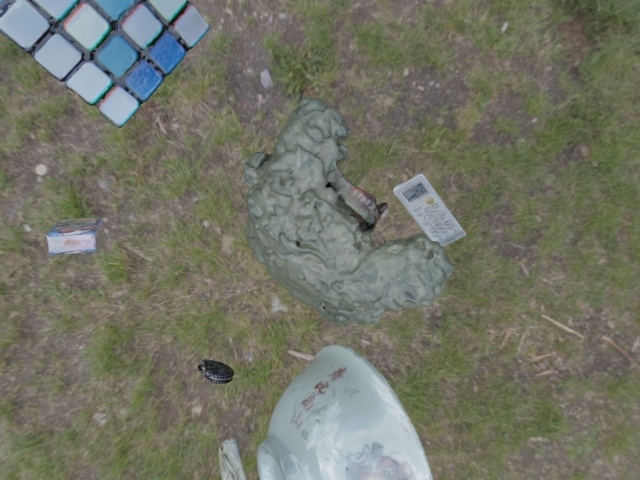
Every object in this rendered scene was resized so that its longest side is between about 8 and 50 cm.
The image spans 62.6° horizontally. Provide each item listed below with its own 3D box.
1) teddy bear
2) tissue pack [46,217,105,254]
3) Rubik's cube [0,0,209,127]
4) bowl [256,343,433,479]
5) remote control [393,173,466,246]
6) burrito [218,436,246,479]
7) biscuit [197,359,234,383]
[{"bbox_3d":[0.000,0.000,0.879,0.224,0.367,0.357,-37,87,-14],"label":"teddy bear"},{"bbox_3d":[-0.640,-0.015,1.385,0.115,0.155,0.065,-5,106,-14],"label":"tissue pack"},{"bbox_3d":[-0.239,-0.238,0.537,0.151,0.155,0.154,-47,54,-3],"label":"Rubik's cube"},{"bbox_3d":[0.004,0.432,0.982,0.195,0.434,0.436,-14,86,-28],"label":"bowl"},{"bbox_3d":[0.364,-0.097,1.736,0.109,0.055,0.313,-28,124,25],"label":"remote control"},{"bbox_3d":[-0.130,0.382,0.805,0.041,0.055,0.149,-3,65,-29],"label":"burrito"},{"bbox_3d":[-0.230,0.283,1.140,0.089,0.087,0.027,16,93,13],"label":"biscuit"}]
